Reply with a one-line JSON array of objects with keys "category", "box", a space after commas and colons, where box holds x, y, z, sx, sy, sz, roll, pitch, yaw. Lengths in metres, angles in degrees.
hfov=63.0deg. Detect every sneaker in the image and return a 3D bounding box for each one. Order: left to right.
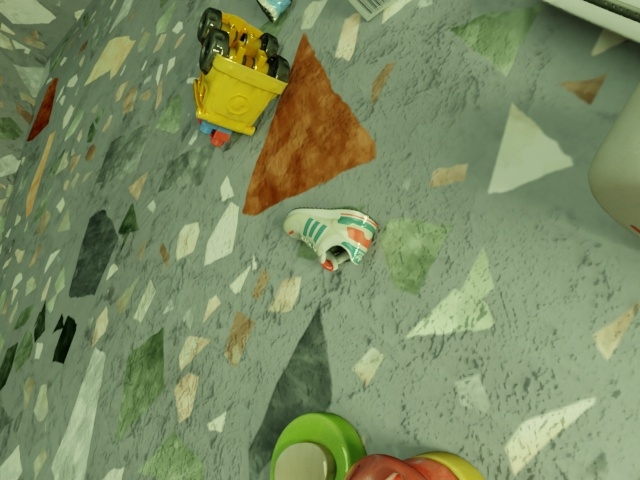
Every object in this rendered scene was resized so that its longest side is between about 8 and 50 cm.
[{"category": "sneaker", "box": [-0.099, -0.508, 1.073, 0.073, 0.063, 0.162, -33, 52, 6]}, {"category": "sneaker", "box": [0.000, 0.000, 0.702, 0.161, 0.057, 0.075, 1, 66, 43]}]

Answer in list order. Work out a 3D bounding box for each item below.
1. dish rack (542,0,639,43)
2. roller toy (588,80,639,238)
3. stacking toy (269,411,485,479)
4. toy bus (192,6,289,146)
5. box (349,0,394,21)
[{"category": "dish rack", "box": [0.369, -0.294, 0.470, 0.285, 0.072, 0.333, -49, 44, 17]}, {"category": "roller toy", "box": [0.293, -0.057, 0.334, 0.209, 0.191, 0.146, 31, 93, 20]}, {"category": "stacking toy", "box": [-0.013, 0.316, 0.502, 0.279, 0.130, 0.309, 16, 81, 48]}, {"category": "toy bus", "box": [-0.175, -0.295, 0.985, 0.211, 0.149, 0.220, -55, 37, 33]}, {"category": "box", "box": [0.097, -0.445, 0.820, 0.126, 0.072, 0.137, -26, 53, 34]}]
